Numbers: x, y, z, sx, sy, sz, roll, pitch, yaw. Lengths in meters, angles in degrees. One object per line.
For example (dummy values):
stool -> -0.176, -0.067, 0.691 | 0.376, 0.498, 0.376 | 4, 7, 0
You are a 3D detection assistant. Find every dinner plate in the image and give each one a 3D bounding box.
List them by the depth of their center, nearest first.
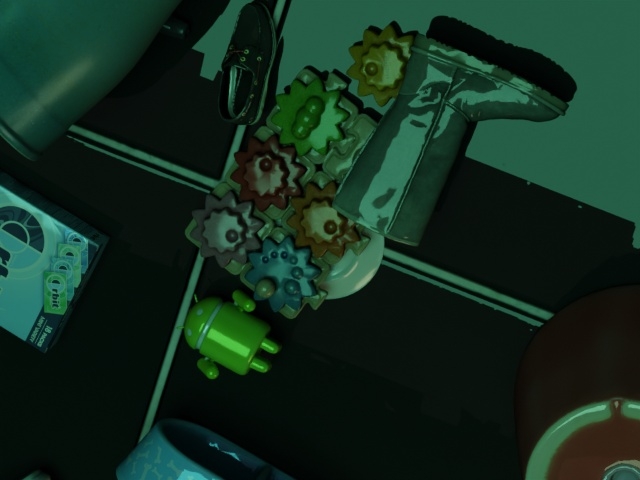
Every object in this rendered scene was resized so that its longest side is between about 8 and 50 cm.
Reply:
dinner plate -> 0.000, 0.000, 1.849 | 0.141, 0.017, 0.141 | 5, 110, 13

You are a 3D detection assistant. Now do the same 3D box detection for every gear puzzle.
gear puzzle -> 0.003, -0.079, 1.794 | 0.175, 0.044, 0.339 | 39, 107, 6

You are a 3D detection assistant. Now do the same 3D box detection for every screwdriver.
screwdriver -> -0.219, -0.257, 1.821 | 0.170, 0.024, 0.025 | 25, 141, 8

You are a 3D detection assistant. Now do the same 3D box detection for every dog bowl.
dog bowl -> -0.083, 0.298, 1.894 | 0.297, 0.166, 0.074 | 30, 100, 4

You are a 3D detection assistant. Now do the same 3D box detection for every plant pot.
plant pot -> -0.272, -0.264, 1.704 | 0.255, 0.271, 0.271 | -36, 96, 2
plant pot -> 0.318, 0.205, 1.710 | 0.275, 0.243, 0.275 | 4, 107, 13

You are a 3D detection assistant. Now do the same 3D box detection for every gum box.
gum box -> -0.357, 0.016, 1.932 | 0.184, 0.041, 0.157 | 31, 112, 4

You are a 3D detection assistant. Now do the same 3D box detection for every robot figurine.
robot figurine -> -0.102, 0.106, 1.881 | 0.115, 0.067, 0.101 | 29, 94, 5

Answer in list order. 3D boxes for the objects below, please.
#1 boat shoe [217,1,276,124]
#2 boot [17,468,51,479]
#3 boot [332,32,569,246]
boat shoe -> -0.079, -0.189, 1.785 | 0.049, 0.042, 0.133 | 12, 97, 31
boot -> -0.407, 0.387, 2.032 | 0.258, 0.095, 0.123 | -31, 91, 20
boot -> 0.133, -0.089, 1.734 | 0.190, 0.076, 0.208 | 23, 97, 6
